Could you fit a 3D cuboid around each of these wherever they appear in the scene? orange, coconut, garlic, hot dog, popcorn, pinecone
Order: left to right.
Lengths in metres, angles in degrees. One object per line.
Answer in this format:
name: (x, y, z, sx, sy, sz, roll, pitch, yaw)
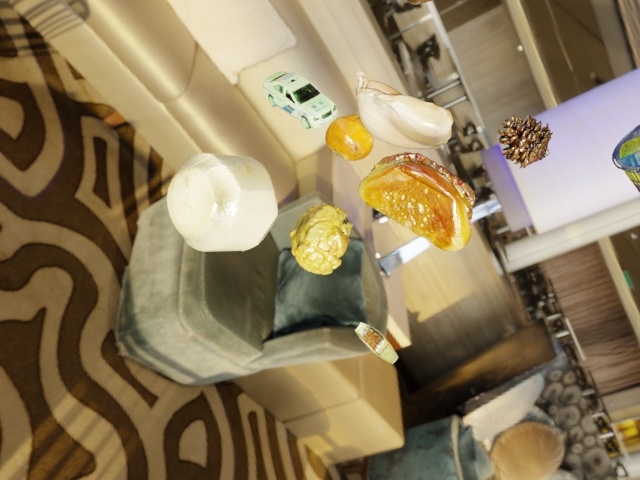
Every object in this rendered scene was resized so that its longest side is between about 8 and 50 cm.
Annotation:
coconut: (-0.218, -0.092, 1.355, 0.266, 0.237, 0.237, 2, 66, -57)
popcorn: (0.000, 0.000, 1.899, 0.190, 0.250, 0.250, 41, 27, -19)
orange: (0.082, -0.277, 1.521, 0.135, 0.117, 0.135, 43, 0, 0)
garlic: (0.159, -0.250, 1.173, 0.228, 0.110, 0.217, 32, 10, 12)
hot dog: (0.332, -0.150, 1.834, 0.405, 0.223, 0.185, 32, 30, 13)
pinecone: (0.625, -0.310, 1.738, 0.173, 0.173, 0.174, 53, 23, -35)

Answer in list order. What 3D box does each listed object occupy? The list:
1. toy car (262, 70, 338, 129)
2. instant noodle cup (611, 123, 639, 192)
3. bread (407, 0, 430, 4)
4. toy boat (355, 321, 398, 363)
toy car: (-0.052, -0.354, 1.390, 0.224, 0.090, 0.076, 39, -28, 35)
instant noodle cup: (0.776, -0.096, 1.107, 0.312, 0.284, 0.284, 54, 22, -15)
bread: (0.270, -0.625, 1.416, 0.129, 0.126, 0.044, -163, -114, -81)
toy boat: (0.185, 0.335, 1.850, 0.172, 0.065, 0.066, 41, 4, 24)
